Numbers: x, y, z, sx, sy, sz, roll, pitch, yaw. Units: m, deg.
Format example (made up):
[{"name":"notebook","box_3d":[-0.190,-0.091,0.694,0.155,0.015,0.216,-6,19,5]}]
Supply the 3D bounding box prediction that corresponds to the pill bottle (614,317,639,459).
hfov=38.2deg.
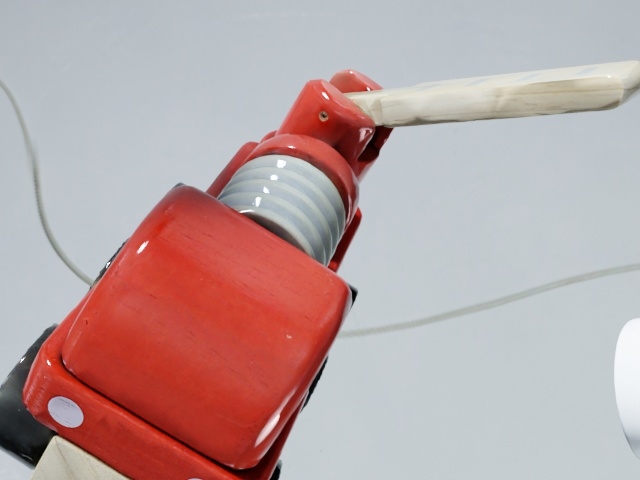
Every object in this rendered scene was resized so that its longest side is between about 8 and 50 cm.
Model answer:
[{"name":"pill bottle","box_3d":[0.285,0.079,0.513,0.216,0.121,0.121,-11,73,39]}]

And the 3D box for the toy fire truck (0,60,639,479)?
[{"name":"toy fire truck","box_3d":[0.000,0.000,0.399,0.159,0.217,0.246,32,124,-2]}]
